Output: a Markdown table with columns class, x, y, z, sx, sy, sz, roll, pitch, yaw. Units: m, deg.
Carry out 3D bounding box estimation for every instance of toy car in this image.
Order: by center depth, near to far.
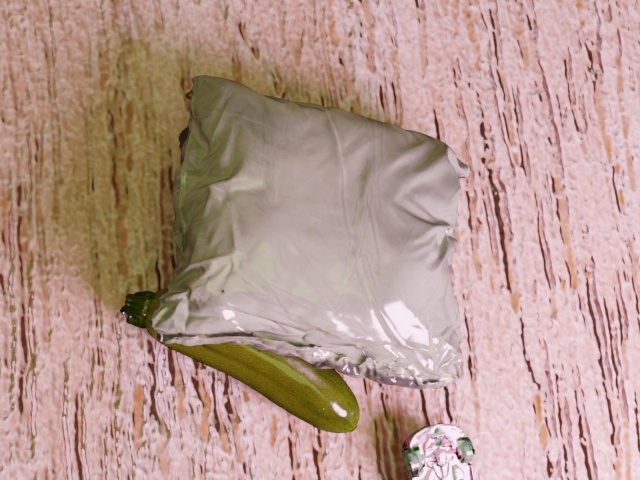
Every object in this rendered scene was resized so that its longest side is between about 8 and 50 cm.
| class | x | y | z | sx | sy | sz | roll | pitch | yaw |
| --- | --- | --- | --- | --- | --- | --- | --- | --- | --- |
| toy car | 0.120 | 0.248 | 1.227 | 0.069 | 0.055 | 0.142 | -10 | 93 | -12 |

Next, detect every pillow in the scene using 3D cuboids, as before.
| class | x | y | z | sx | sy | sz | roll | pitch | yaw |
| --- | --- | --- | --- | --- | --- | --- | --- | --- | --- |
| pillow | 0.000 | 0.000 | 1.203 | 0.310 | 0.138 | 0.283 | 14 | 62 | -12 |

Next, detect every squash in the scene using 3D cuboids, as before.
| class | x | y | z | sx | sy | sz | roll | pitch | yaw |
| --- | --- | --- | --- | --- | --- | --- | --- | --- | --- |
| squash | -0.071 | 0.108 | 1.218 | 0.258 | 0.069 | 0.069 | 30 | 74 | -3 |
